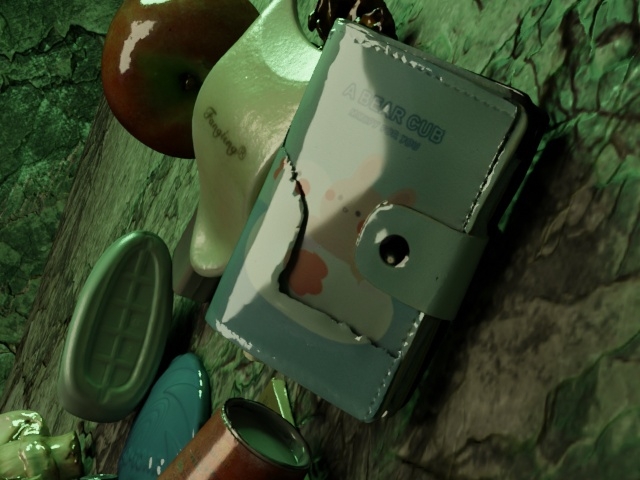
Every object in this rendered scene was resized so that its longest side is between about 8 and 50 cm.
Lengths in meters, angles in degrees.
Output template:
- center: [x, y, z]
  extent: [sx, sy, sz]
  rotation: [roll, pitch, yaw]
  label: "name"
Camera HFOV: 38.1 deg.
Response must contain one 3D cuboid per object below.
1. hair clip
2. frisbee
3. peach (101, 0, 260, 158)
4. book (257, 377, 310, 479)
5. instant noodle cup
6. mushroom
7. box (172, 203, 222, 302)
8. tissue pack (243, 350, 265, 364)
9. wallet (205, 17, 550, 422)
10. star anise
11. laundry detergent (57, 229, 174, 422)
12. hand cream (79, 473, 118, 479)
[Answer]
- center: [-0.062, -0.091, 0.923]
  extent: [0.172, 0.113, 0.282]
  rotation: [53, 141, 42]
  label: "hair clip"
- center: [-0.214, 0.273, 1.138]
  extent: [0.289, 0.049, 0.290]
  rotation: [-50, 29, 41]
  label: "frisbee"
- center: [-0.187, -0.246, 1.290]
  extent: [0.252, 0.252, 0.252]
  rotation: [-50, 29, 41]
  label: "peach"
- center: [-0.052, 0.233, 0.834]
  extent: [0.138, 0.016, 0.199]
  rotation: [-61, 23, 20]
  label: "book"
- center: [-0.078, 0.206, 0.754]
  extent: [0.136, 0.127, 0.127]
  rotation: [-55, 24, 11]
  label: "instant noodle cup"
- center: [-0.478, 0.405, 1.519]
  extent: [0.254, 0.195, 0.189]
  rotation: [-123, 23, -60]
  label: "mushroom"
- center: [-0.117, -0.038, 1.173]
  extent: [0.244, 0.055, 0.103]
  rotation: [-57, 25, 29]
  label: "box"
- center: [0.000, 0.000, 0.810]
  extent: [0.196, 0.092, 0.148]
  rotation: [-59, 26, 27]
  label: "tissue pack"
- center: [0.034, -0.014, 0.659]
  extent: [0.176, 0.075, 0.250]
  rotation: [29, 102, 24]
  label: "wallet"
- center: [0.010, -0.196, 0.970]
  extent: [0.234, 0.073, 0.177]
  rotation: [39, 116, 50]
  label: "star anise"
- center: [-0.315, 0.144, 1.377]
  extent: [0.398, 0.124, 0.264]
  rotation: [144, 140, -67]
  label: "laundry detergent"
- center: [-0.252, 0.408, 1.059]
  extent: [0.091, 0.058, 0.271]
  rotation: [-14, 76, 62]
  label: "hand cream"
